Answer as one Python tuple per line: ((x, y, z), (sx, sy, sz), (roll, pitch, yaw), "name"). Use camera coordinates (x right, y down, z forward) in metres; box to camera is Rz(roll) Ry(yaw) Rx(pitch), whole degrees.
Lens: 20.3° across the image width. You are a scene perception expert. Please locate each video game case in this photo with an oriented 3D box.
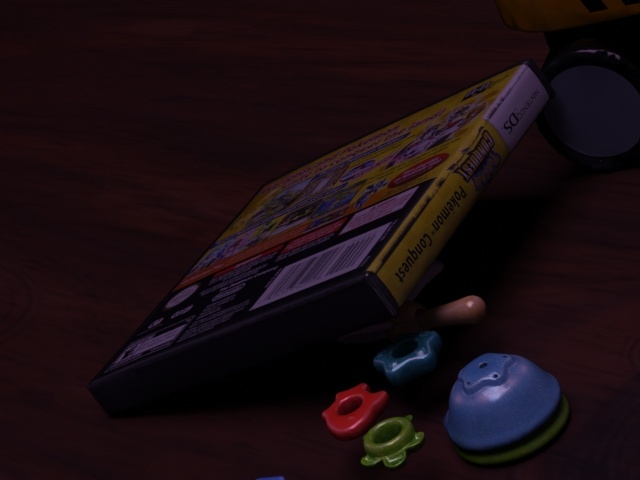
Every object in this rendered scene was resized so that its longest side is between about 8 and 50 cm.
((0.000, 0.000, 1.177), (0.275, 0.035, 0.248), (-23, 20, 43), "video game case")

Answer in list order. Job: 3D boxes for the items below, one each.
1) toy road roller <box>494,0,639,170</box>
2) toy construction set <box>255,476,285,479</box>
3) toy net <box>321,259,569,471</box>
((0.264, -0.207, 1.164), (0.329, 0.241, 0.202), (-9, 30, 32), "toy road roller")
((-0.025, 0.197, 0.777), (0.327, 0.151, 0.215), (13, 44, 38), "toy construction set")
((0.051, 0.075, 1.051), (0.122, 0.045, 0.232), (-30, 24, -6), "toy net")
